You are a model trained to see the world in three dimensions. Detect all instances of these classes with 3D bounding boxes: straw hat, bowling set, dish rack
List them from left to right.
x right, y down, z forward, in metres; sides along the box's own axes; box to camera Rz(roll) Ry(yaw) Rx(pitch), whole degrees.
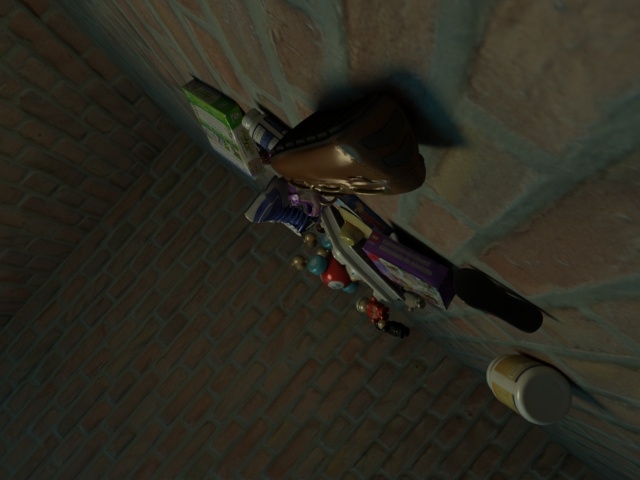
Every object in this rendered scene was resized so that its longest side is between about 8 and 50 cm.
[{"bbox_3d":[0.000,0.000,1.869,0.154,0.286,0.200,76,178,-72],"label":"bowling set"},{"bbox_3d":[0.081,-0.020,1.163,0.144,0.061,0.144,39,176,3],"label":"straw hat"},{"bbox_3d":[0.116,0.045,1.382,0.333,0.072,0.286,45,-166,-32],"label":"dish rack"}]

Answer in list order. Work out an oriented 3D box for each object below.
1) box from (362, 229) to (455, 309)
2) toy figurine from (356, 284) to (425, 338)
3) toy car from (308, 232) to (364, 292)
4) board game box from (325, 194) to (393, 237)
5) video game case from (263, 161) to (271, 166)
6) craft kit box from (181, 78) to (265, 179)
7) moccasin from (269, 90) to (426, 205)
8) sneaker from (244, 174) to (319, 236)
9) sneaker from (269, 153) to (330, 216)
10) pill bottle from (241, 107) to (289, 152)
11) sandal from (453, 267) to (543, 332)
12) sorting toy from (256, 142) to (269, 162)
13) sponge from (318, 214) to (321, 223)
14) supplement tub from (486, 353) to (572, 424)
[{"bbox_3d":[0.234,0.083,1.136,0.200,0.057,0.293,29,174,25],"label":"box"},{"bbox_3d":[0.256,0.226,1.626,0.213,0.210,0.148,43,164,-33],"label":"toy figurine"},{"bbox_3d":[0.120,0.100,1.631,0.219,0.210,0.238,32,176,-33],"label":"toy car"},{"bbox_3d":[0.087,-0.079,1.160,0.201,0.035,0.136,41,176,-8],"label":"board game box"},{"bbox_3d":[-0.199,-0.271,1.492,0.087,0.011,0.122,-12,-147,-35],"label":"video game case"},{"bbox_3d":[-0.288,-0.332,1.338,0.249,0.061,0.247,38,162,35],"label":"craft kit box"},{"bbox_3d":[0.029,-0.122,0.675,0.147,0.139,0.380,51,163,-20],"label":"moccasin"},{"bbox_3d":[-0.093,-0.098,1.347,0.182,0.127,0.315,40,-164,-2],"label":"sneaker"},{"bbox_3d":[-0.061,-0.154,1.236,0.236,0.104,0.095,43,176,-20],"label":"sneaker"},{"bbox_3d":[-0.121,-0.248,1.029,0.120,0.067,0.067,40,176,6],"label":"pill bottle"},{"bbox_3d":[0.331,0.116,0.847,0.179,0.067,0.040,35,-175,34],"label":"sandal"},{"bbox_3d":[-0.203,-0.286,1.427,0.101,0.061,0.042,16,169,14],"label":"sorting toy"},{"bbox_3d":[-0.087,-0.157,1.917,0.210,0.031,0.117,38,175,35],"label":"sponge"},{"bbox_3d":[0.543,0.385,1.183,0.144,0.144,0.199,41,176,-3],"label":"supplement tub"}]
